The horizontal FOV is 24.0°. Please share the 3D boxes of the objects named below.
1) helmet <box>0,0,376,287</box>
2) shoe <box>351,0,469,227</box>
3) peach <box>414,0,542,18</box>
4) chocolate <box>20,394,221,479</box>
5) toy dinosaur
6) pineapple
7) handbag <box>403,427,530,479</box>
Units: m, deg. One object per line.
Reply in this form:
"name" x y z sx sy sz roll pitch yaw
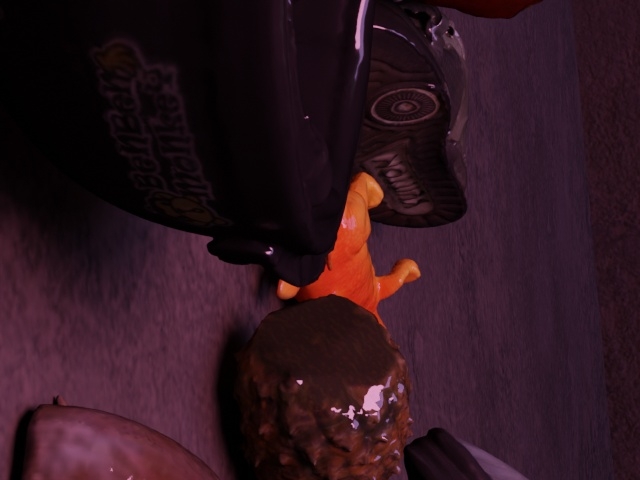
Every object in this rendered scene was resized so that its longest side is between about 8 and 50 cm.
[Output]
"helmet" -0.058 -0.111 0.601 0.279 0.160 0.230 89 9 -53
"shoe" 0.042 -0.124 1.044 0.293 0.109 0.149 60 27 -63
"peach" 0.091 -0.310 0.900 0.372 0.290 0.372 -10 90 -80
"chocolate" -0.071 0.198 0.618 0.161 0.083 0.261 54 35 -63
"toy dinosaur" 0.000 0.000 0.937 0.117 0.070 0.288 -75 151 -46
"pineapple" 0.004 0.131 0.874 0.108 0.108 0.197 -72 163 -51
"handbag" 0.146 0.229 0.981 0.075 0.191 0.332 -47 155 -10
